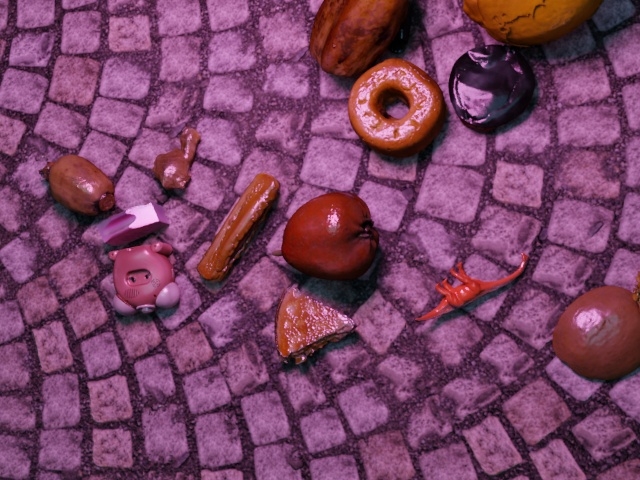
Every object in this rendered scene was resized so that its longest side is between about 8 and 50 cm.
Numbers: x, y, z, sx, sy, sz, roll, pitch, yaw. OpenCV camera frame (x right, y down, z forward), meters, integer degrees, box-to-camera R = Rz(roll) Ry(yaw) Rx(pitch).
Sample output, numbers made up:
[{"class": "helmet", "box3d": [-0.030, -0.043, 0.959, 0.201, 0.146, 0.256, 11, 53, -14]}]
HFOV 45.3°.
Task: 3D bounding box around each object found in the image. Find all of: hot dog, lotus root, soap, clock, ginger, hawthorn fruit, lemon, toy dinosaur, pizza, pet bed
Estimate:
[{"class": "hot dog", "box3d": [-0.186, -0.028, 1.788, 0.083, 0.068, 0.289, 38, 96, 37]}, {"class": "lotus root", "box3d": [-0.599, -0.141, 1.870, 0.221, 0.118, 0.125, 29, 72, 12]}, {"class": "soap", "box3d": [-0.450, -0.037, 1.828, 0.149, 0.100, 0.056, -24, 78, 8]}, {"class": "clock", "box3d": [-0.419, 0.094, 1.810, 0.166, 0.093, 0.162, -11, 83, 10]}, {"class": "ginger", "box3d": [-0.350, -0.197, 1.848, 0.096, 0.067, 0.165, 12, 72, 14]}, {"class": "hawthorn fruit", "box3d": [0.000, 0.000, 1.688, 0.251, 0.199, 0.199, -14, 80, 21]}, {"class": "lemon", "box3d": [0.451, -0.552, 1.608, 0.297, 0.297, 0.297, -2, 82, 12]}, {"class": "toy dinosaur", "box3d": [0.322, 0.095, 1.667, 0.279, 0.055, 0.101, -38, 86, 4]}, {"class": "lotus root", "box3d": [0.103, -0.495, 1.696, 0.193, 0.193, 0.291, 46, 127, 14]}, {"class": "pizza", "box3d": [-0.009, 0.190, 1.726, 0.195, 0.052, 0.185, 0, 75, 17]}, {"class": "pet bed", "box3d": [0.380, -0.344, 1.712, 0.201, 0.053, 0.201, -1, 83, 12]}]

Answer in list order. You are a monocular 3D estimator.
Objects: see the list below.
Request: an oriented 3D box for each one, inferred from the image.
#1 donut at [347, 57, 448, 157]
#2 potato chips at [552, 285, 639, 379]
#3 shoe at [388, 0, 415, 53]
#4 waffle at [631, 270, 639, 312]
[{"class": "donut", "box3d": [0.170, -0.297, 1.721, 0.227, 0.114, 0.226, -1, 84, 12]}, {"class": "potato chips", "box3d": [0.589, 0.192, 1.590, 0.208, 0.062, 0.195, -6, 83, 9]}, {"class": "shoe", "box3d": [0.184, -0.516, 1.779, 0.062, 0.053, 0.159, 13, 83, 10]}, {"class": "waffle", "box3d": [0.772, 0.108, 1.555, 0.245, 0.052, 0.254, -44, 78, -7]}]
